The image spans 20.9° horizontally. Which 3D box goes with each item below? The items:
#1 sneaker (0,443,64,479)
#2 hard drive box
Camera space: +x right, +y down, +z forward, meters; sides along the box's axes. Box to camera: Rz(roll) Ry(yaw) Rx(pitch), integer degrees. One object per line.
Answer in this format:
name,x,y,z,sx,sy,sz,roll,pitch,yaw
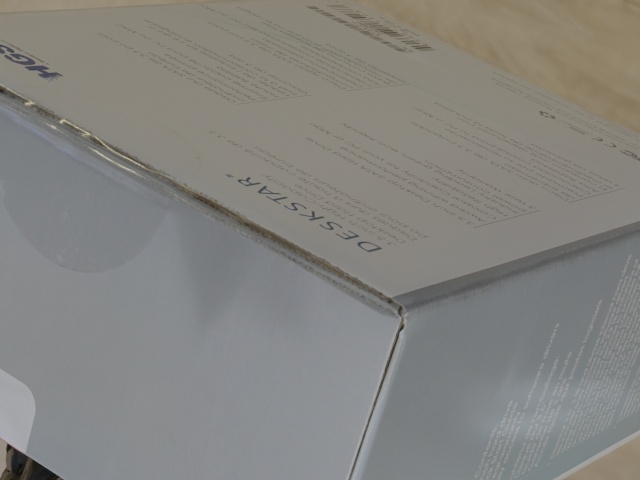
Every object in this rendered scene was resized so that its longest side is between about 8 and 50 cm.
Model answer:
sneaker,-0.079,0.063,0.701,0.185,0.483,0.202,-16,98,0
hard drive box,0.000,0.000,0.518,0.181,0.232,0.089,28,112,28
